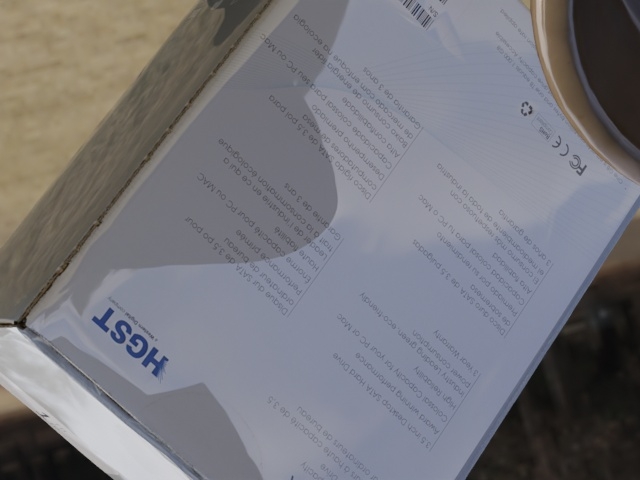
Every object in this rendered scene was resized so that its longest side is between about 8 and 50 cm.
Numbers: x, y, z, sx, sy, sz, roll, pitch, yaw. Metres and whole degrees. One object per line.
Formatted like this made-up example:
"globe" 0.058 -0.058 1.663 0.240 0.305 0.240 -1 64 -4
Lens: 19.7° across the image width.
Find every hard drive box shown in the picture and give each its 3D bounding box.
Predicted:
"hard drive box" 0.000 0.000 0.714 0.232 0.181 0.089 -54 -158 -21

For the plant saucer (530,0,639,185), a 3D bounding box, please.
"plant saucer" 0.181 -0.096 0.430 0.278 0.041 0.278 -9 147 -6
